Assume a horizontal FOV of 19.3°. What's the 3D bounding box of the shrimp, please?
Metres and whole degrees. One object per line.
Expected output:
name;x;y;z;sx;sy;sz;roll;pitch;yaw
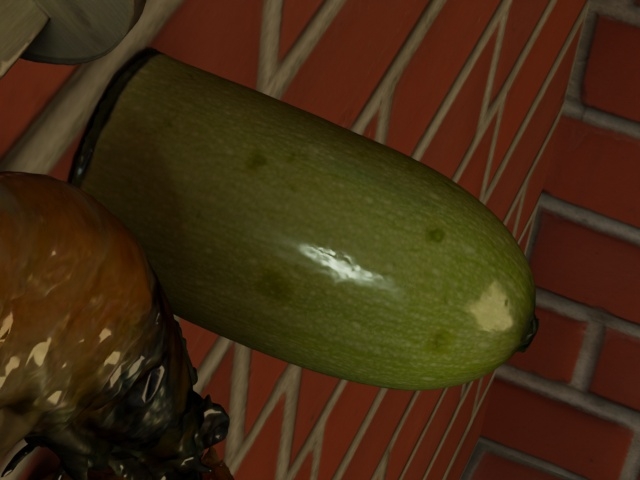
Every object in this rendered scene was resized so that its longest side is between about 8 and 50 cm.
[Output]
shrimp;-0.148;0.116;0.896;0.272;0.085;0.445;-58;161;-4

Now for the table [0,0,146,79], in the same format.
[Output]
table;-0.174;-0.027;0.460;0.226;0.167;0.167;-54;163;-23

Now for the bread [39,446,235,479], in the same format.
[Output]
bread;-0.123;0.197;1.196;0.271;0.077;0.139;18;89;-75

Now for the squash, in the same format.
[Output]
squash;0.000;0.000;1.003;0.132;0.247;0.132;21;90;-80
